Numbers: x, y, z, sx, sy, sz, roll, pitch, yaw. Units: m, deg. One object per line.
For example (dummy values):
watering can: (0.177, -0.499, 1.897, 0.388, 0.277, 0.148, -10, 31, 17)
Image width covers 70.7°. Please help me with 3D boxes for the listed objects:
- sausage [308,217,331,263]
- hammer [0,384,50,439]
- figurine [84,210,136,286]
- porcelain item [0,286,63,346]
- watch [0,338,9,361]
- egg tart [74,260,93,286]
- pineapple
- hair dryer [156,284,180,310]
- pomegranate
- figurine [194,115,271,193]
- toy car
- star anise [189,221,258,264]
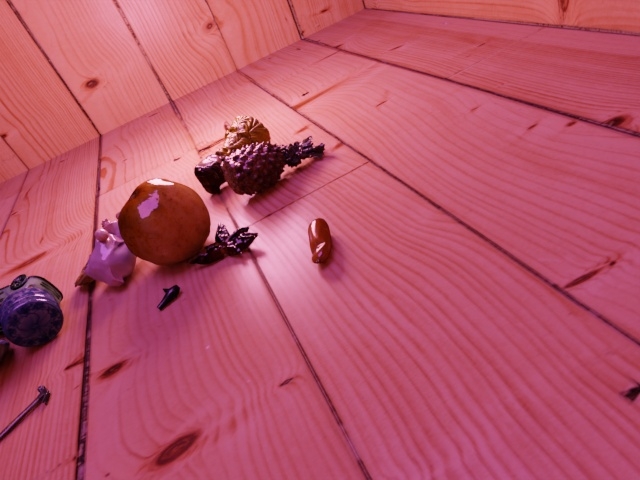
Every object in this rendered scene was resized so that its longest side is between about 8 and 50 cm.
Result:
sausage: (0.000, 0.000, 1.179, 0.062, 0.054, 0.183, -46, 30, 25)
hammer: (-0.715, 0.427, 1.059, 0.062, 0.017, 0.182, 10, 49, 38)
figurine: (-0.627, 0.015, 1.411, 0.133, 0.200, 0.275, 11, 60, 2)
porcelain item: (-0.816, 0.217, 1.274, 0.147, 0.147, 0.114, -39, 39, -21)
watch: (-0.973, 0.266, 1.198, 0.241, 0.253, 0.161, -9, 51, 58)
egg tart: (-0.738, 0.103, 1.445, 0.129, 0.049, 0.128, -39, 29, 27)
pineapple: (-0.157, -0.280, 1.555, 0.361, 0.175, 0.175, -31, 35, -26)
hair dryer: (-0.430, 0.153, 1.253, 0.079, 0.031, 0.083, -51, 29, -21)
pomegranate: (-0.460, -0.051, 1.346, 0.261, 0.260, 0.260, -15, 36, 11)
figurine: (-0.350, -0.323, 1.690, 0.187, 0.168, 0.315, 26, 52, 15)
toy car: (-0.946, 0.218, 1.359, 0.306, 0.136, 0.125, -24, 44, -1)
star anise: (-0.273, 0.001, 1.330, 0.213, 0.053, 0.157, -15, 37, 15)
